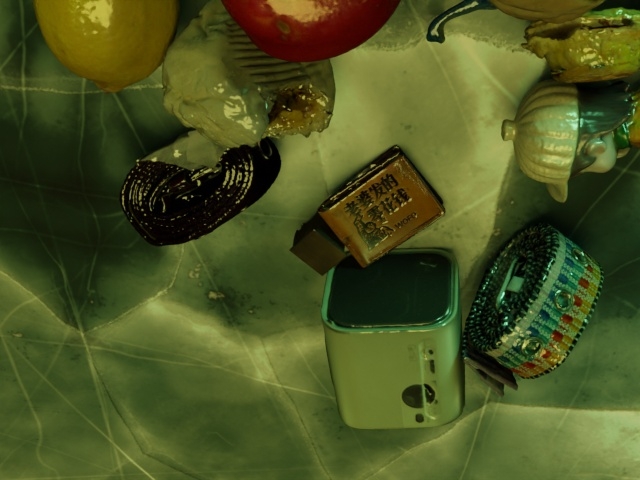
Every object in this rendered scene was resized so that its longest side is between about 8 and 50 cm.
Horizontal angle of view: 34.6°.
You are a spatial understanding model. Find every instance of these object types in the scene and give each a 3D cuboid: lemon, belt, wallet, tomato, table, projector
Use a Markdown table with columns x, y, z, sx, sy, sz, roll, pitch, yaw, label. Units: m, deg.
| x | y | z | sx | sy | sz | roll | pitch | yaw | label |
| --- | --- | --- | --- | --- | --- | --- | --- | --- | --- |
| -0.338 | -0.379 | 1.633 | 0.235 | 0.236 | 0.263 | 11 | 145 | -1 | lemon |
| -0.210 | -0.110 | 1.853 | 0.289 | 0.164 | 0.184 | -26 | 92 | 25 | belt |
| 0.391 | 0.125 | 1.857 | 0.160 | 0.295 | 0.206 | 36 | 152 | -19 | belt |
| 0.112 | -0.058 | 1.883 | 0.195 | 0.042 | 0.161 | -36 | 115 | 9 | wallet |
| -0.015 | -0.431 | 1.507 | 0.289 | 0.293 | 0.325 | -9 | 104 | 9 | tomato |
| 0.000 | 0.000 | 1.941 | 0.083 | 0.082 | 0.070 | 38 | 121 | -18 | table |
| 0.144 | 0.184 | 1.950 | 0.248 | 0.248 | 0.249 | -3 | 124 | 10 | projector |

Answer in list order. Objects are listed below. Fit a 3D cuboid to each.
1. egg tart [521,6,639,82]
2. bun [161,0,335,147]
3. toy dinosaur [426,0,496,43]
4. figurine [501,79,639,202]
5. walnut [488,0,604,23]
| x | y | z | sx | sy | sz | roll | pitch | yaw | label |
| --- | --- | --- | --- | --- | --- | --- | --- | --- | --- |
| 0.426 | -0.301 | 1.590 | 0.241 | 0.241 | 0.106 | -1 | 92 | 8 | egg tart |
| -0.134 | -0.262 | 1.677 | 0.281 | 0.282 | 0.204 | 41 | 132 | -20 | bun |
| 0.259 | -0.433 | 1.611 | 0.188 | 0.075 | 0.248 | 2 | 112 | 12 | toy dinosaur |
| 0.471 | -0.200 | 1.686 | 0.332 | 0.185 | 0.204 | -25 | 111 | 18 | figurine |
| 0.319 | -0.481 | 1.372 | 0.381 | 0.381 | 0.381 | 4 | 125 | 5 | walnut |
